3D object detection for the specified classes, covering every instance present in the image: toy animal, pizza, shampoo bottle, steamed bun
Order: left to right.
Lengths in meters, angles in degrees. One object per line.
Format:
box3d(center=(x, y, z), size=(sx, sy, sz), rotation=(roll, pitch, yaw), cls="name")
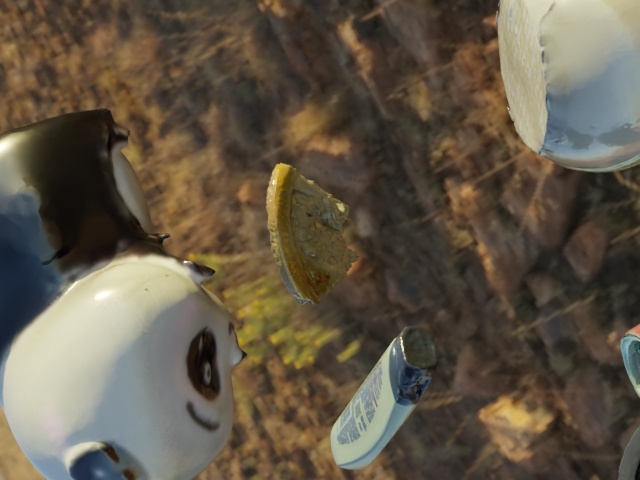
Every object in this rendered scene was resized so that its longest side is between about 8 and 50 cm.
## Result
box3d(center=(-0.198, 0.074, 0.998), size=(0.309, 0.251, 0.251), rotation=(63, 161, 14), cls="toy animal")
box3d(center=(0.000, 0.000, 1.580), size=(0.034, 0.262, 0.181), rotation=(-7, 81, 27), cls="pizza")
box3d(center=(0.113, 0.299, 2.107), size=(0.359, 0.078, 0.134), rotation=(119, 156, -48), cls="shampoo bottle")
box3d(center=(0.394, -0.244, 1.503), size=(0.309, 0.309, 0.309), rotation=(48, 157, 29), cls="steamed bun")

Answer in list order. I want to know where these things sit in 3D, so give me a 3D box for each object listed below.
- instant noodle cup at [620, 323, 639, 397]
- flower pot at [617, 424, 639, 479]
box3d(center=(0.619, 0.164, 1.826), size=(0.244, 0.255, 0.243), rotation=(156, 90, -82), cls="instant noodle cup")
box3d(center=(0.550, 0.327, 1.456), size=(0.267, 0.267, 0.266), rotation=(-16, 68, 44), cls="flower pot")
